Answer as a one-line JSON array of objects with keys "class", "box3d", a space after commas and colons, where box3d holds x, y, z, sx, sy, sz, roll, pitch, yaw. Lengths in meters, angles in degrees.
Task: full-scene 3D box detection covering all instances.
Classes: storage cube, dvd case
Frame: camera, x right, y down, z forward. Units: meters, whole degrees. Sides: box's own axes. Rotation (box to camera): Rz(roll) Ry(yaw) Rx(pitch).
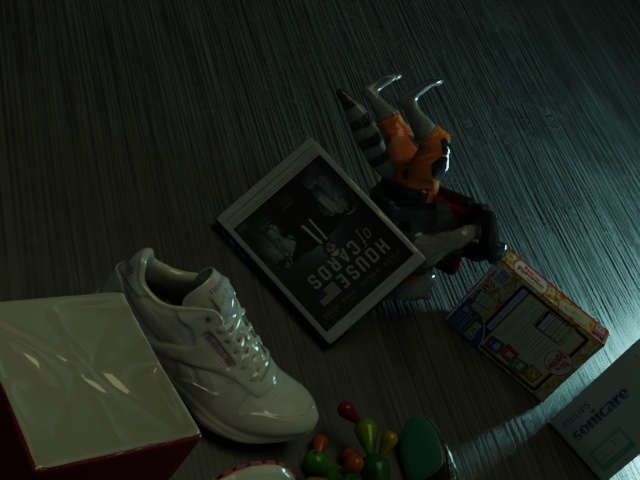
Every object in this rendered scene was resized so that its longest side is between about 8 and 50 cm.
[{"class": "storage cube", "box3d": [-0.262, 0.180, 1.153, 0.215, 0.193, 0.184, -4, 52, -45]}, {"class": "dvd case", "box3d": [0.000, 0.000, 1.658, 0.239, 0.179, 0.029, 47, -8, 13]}]

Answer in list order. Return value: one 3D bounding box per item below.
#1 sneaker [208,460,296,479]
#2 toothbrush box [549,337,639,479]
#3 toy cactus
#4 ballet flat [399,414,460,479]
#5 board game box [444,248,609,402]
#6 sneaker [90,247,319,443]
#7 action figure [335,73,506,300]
[{"class": "sneaker", "box3d": [-0.126, 0.315, 1.200, 0.299, 0.121, 0.112, -26, 77, -47]}, {"class": "toothbrush box", "box3d": [0.510, 0.212, 1.832, 0.126, 0.216, 0.295, 49, 34, 16]}, {"class": "toy cactus", "box3d": [0.058, 0.296, 1.420, 0.180, 0.112, 0.219, 43, 24, -12]}, {"class": "ballet flat", "box3d": [0.149, 0.308, 1.525, 0.070, 0.070, 0.188, 16, 41, -31]}, {"class": "board game box", "box3d": [0.304, 0.128, 1.798, 0.193, 0.147, 0.045, 40, 33, 1]}, {"class": "sneaker", "box3d": [-0.120, 0.125, 1.392, 0.305, 0.152, 0.114, 33, 31, -11]}, {"class": "action figure", "box3d": [0.104, -0.069, 1.755, 0.178, 0.330, 0.341, -13, 13, -26]}]
